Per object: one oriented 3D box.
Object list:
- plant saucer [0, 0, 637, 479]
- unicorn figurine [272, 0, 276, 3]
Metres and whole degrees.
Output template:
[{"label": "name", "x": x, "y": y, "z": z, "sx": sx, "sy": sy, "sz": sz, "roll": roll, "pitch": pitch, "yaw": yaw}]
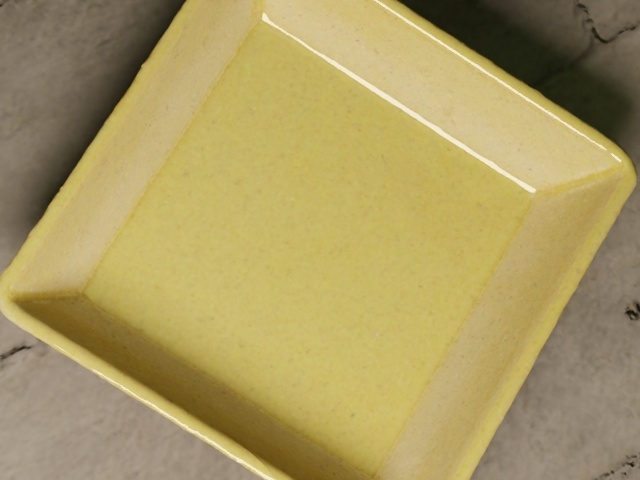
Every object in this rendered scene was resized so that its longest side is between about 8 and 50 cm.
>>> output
[{"label": "plant saucer", "x": 0.000, "y": 0.000, "z": 1.150, "sx": 0.333, "sy": 0.081, "sz": 0.333, "roll": 33, "pitch": 74, "yaw": -4}, {"label": "unicorn figurine", "x": -0.006, "y": -0.257, "z": 1.213, "sx": 0.111, "sy": 0.060, "sz": 0.162, "roll": -6, "pitch": 99, "yaw": -10}]
